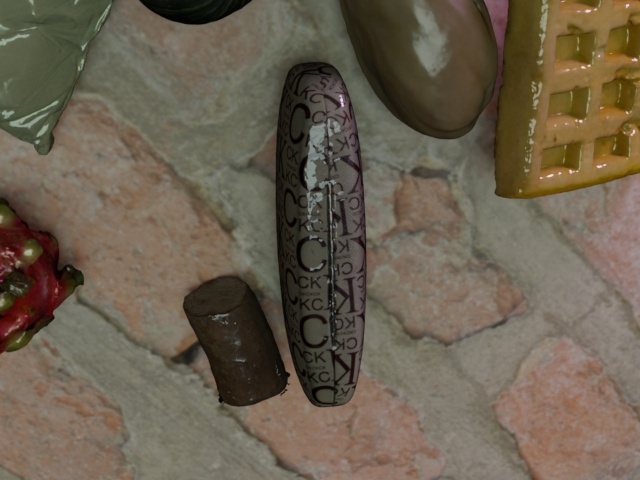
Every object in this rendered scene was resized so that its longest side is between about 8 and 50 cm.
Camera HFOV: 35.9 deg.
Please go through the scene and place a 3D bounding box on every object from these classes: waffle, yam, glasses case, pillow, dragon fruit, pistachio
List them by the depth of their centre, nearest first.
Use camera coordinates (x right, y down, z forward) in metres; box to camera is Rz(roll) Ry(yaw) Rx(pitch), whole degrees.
[{"bbox_3d":[-0.314,-0.256,0.882,0.274,0.076,0.281,24,102,-23],"label":"pillow"},{"bbox_3d":[0.093,-0.200,0.935,0.136,0.136,0.226,-28,107,4],"label":"pistachio"},{"bbox_3d":[-0.317,0.045,0.947,0.166,0.172,0.160,-6,112,-6],"label":"dragon fruit"},{"bbox_3d":[0.273,-0.168,0.963,0.221,0.055,0.248,-13,116,-28],"label":"waffle"},{"bbox_3d":[0.000,0.000,0.990,0.085,0.137,0.355,-5,112,-7],"label":"glasses case"},{"bbox_3d":[-0.090,0.110,1.056,0.084,0.084,0.127,-19,116,0],"label":"yam"}]

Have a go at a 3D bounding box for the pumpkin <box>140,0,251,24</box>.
[{"bbox_3d":[-0.100,-0.268,0.861,0.167,0.125,0.167,-31,148,-23],"label":"pumpkin"}]
